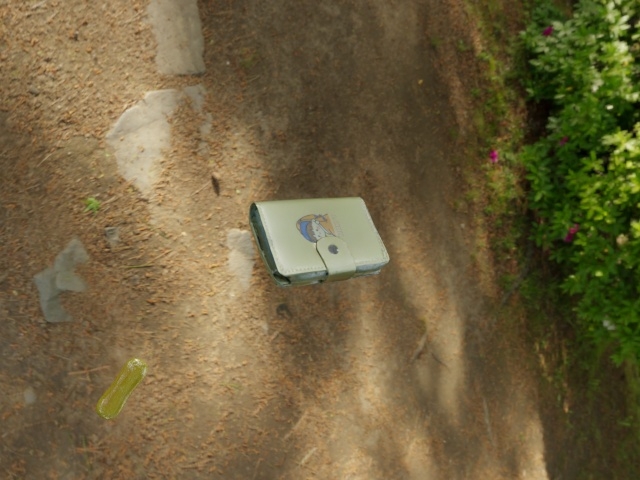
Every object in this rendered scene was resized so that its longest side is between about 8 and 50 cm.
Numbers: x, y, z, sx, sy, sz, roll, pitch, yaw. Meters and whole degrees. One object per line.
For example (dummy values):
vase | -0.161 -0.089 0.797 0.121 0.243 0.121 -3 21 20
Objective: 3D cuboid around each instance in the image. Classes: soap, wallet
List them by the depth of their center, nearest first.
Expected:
wallet | 0.000 0.000 0.632 0.155 0.039 0.110 -6 61 -32
soap | -0.271 0.202 0.725 0.034 0.012 0.089 33 71 -4
